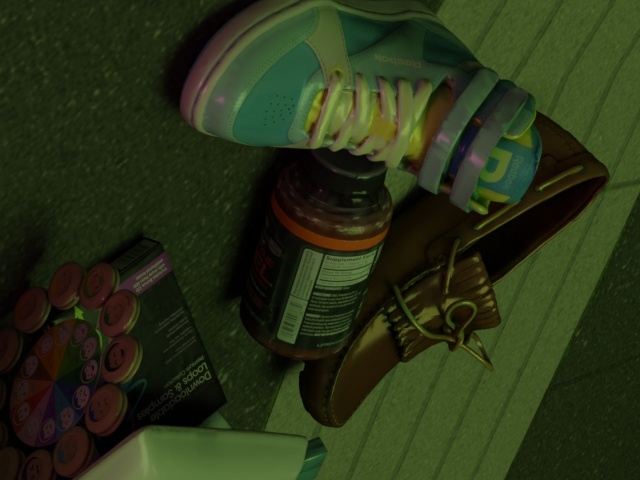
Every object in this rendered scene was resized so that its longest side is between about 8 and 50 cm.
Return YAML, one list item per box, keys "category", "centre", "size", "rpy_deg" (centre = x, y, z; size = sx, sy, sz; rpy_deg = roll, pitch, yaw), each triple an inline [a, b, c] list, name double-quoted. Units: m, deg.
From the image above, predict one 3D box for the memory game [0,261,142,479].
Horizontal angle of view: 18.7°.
- category: "memory game"
  centre: [-0.194, 0.099, 1.400]
  size: [0.012, 0.186, 0.186]
  rpy_deg: [30, 98, -40]

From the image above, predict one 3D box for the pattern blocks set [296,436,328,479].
- category: "pattern blocks set"
  centre: [-0.154, 0.264, 1.677]
  size: [0.325, 0.026, 0.285]
  rpy_deg: [-10, 146, -37]

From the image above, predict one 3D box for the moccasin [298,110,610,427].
- category: "moccasin"
  centre: [0.130, 0.041, 1.879]
  size: [0.380, 0.147, 0.139]
  rpy_deg: [-42, 153, -20]

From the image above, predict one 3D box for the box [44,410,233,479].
- category: "box"
  centre: [-0.153, 0.176, 1.677]
  size: [0.126, 0.072, 0.137]
  rpy_deg: [-49, 154, -8]

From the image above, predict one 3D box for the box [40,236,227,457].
- category: "box"
  centre: [-0.148, 0.096, 1.548]
  size: [0.116, 0.029, 0.162]
  rpy_deg: [-38, 123, -28]

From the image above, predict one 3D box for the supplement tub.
- category: "supplement tub"
  centre: [0.000, 0.000, 1.664]
  size: [0.106, 0.106, 0.198]
  rpy_deg: [-25, 143, -44]

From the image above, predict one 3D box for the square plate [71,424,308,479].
- category: "square plate"
  centre: [-0.184, 0.265, 1.499]
  size: [0.344, 0.049, 0.347]
  rpy_deg: [-40, 162, 10]

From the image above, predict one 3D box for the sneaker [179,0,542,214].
- category: "sneaker"
  centre: [0.054, -0.098, 1.506]
  size: [0.319, 0.208, 0.127]
  rpy_deg: [-17, 139, -50]
